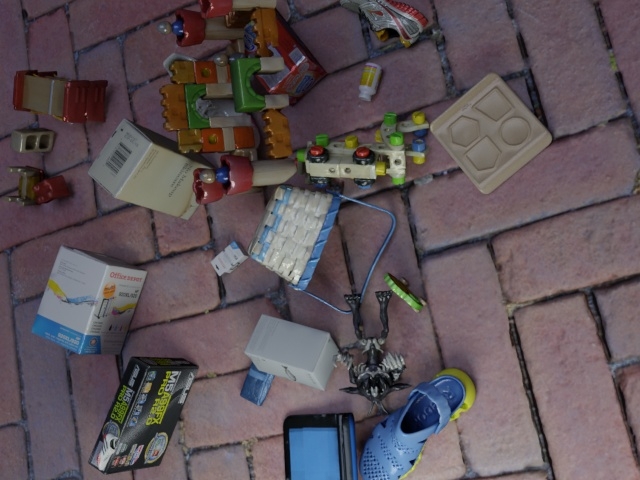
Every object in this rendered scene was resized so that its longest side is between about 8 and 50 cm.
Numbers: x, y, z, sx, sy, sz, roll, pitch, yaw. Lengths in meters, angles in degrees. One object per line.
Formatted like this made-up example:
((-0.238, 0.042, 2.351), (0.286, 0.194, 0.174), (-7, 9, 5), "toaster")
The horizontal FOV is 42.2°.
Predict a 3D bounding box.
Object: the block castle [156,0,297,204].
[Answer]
((-0.220, -0.317, 1.826), (0.303, 0.212, 0.454), (173, 91, -66), "block castle")

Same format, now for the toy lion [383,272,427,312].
((0.181, 0.112, 1.825), (0.034, 0.096, 0.100), (-46, 68, 10), "toy lion")

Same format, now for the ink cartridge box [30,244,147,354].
((-0.583, 0.153, 2.107), (0.168, 0.171, 0.233), (18, 90, 24), "ink cartridge box")

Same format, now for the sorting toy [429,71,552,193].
((0.374, -0.236, 1.833), (0.193, 0.038, 0.208), (-40, 73, 13), "sorting toy")

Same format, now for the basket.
((0.000, 0.000, 1.881), (0.288, 0.201, 0.255), (25, 90, -3), "basket")

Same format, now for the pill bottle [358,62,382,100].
((0.116, -0.373, 1.958), (0.043, 0.043, 0.083), (16, 88, 25), "pill bottle")

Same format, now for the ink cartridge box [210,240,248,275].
((-0.224, 0.046, 2.047), (0.083, 0.028, 0.048), (-40, 69, 13), "ink cartridge box")

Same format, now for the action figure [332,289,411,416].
((0.108, 0.251, 1.805), (0.163, 0.141, 0.276), (-6, 86, 12), "action figure")

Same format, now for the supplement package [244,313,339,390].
((-0.062, 0.254, 1.887), (0.179, 0.105, 0.105), (13, 62, 25), "supplement package")

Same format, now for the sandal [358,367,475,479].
((0.187, 0.396, 1.757), (0.126, 0.138, 0.317), (42, 101, 22), "sandal")

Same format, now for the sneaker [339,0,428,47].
((0.136, -0.525, 1.950), (0.225, 0.088, 0.093), (29, 95, 25), "sneaker")

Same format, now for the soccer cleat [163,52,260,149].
((-0.282, -0.339, 2.070), (0.116, 0.143, 0.331), (-45, 68, 11), "soccer cleat")

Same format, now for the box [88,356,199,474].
((-0.415, 0.410, 1.970), (0.060, 0.216, 0.270), (23, 90, 26), "box")

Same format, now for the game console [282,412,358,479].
((-0.002, 0.525, 1.791), (0.173, 0.250, 0.293), (-5, 80, 2), "game console")

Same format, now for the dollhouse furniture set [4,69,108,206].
((-0.724, -0.270, 2.271), (0.201, 0.152, 0.375), (17, 106, 24), "dollhouse furniture set")

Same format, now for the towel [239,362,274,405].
((-0.146, 0.328, 1.969), (0.067, 0.029, 0.120), (22, 91, 25), "towel")

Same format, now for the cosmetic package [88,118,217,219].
((-0.392, -0.164, 2.000), (0.113, 0.309, 0.160), (40, 99, 24), "cosmetic package")

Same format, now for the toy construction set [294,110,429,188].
((0.075, -0.198, 1.869), (0.327, 0.215, 0.151), (-9, 122, 22), "toy construction set")

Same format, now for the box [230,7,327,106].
((-0.118, -0.470, 2.030), (0.128, 0.122, 0.257), (-41, 68, 14), "box")

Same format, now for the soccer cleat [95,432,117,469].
((-0.476, 0.472, 1.852), (0.035, 0.029, 0.083), (9, 81, 29), "soccer cleat")
